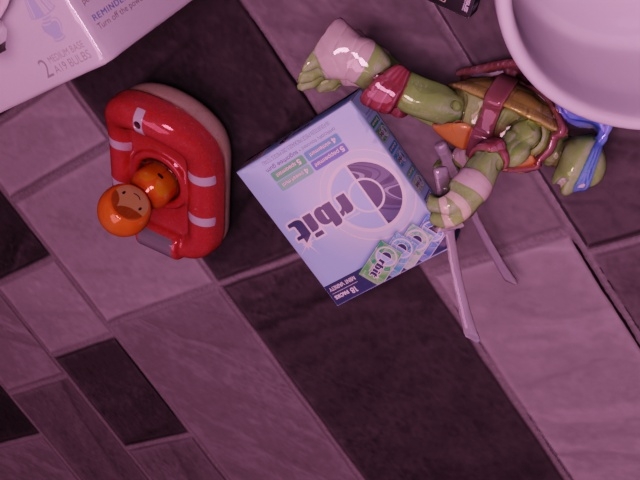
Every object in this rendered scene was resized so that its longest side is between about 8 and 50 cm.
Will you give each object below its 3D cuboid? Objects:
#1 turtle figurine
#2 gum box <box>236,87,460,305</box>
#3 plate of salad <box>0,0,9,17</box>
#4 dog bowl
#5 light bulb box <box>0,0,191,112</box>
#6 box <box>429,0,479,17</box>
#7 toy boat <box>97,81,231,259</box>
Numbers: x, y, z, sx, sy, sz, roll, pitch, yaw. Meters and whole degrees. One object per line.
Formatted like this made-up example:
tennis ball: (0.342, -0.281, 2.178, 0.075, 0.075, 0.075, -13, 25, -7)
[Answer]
turtle figurine: (0.098, -0.065, 0.997, 0.266, 0.198, 0.274, 34, 134, 9)
gum box: (0.029, -0.041, 1.155, 0.157, 0.041, 0.184, -29, 106, 29)
plate of salad: (-0.347, -0.263, 0.941, 0.200, 0.048, 0.199, 20, 134, 22)
dog bowl: (0.245, -0.208, 0.749, 0.265, 0.104, 0.264, -1, 135, -1)
light bulb box: (-0.339, -0.329, 1.083, 0.358, 0.225, 0.361, -14, 116, 43)
box: (0.115, -0.245, 0.967, 0.067, 0.018, 0.083, 29, 136, 15)
toy boat: (-0.193, -0.061, 1.252, 0.151, 0.151, 0.231, 23, 135, 19)
